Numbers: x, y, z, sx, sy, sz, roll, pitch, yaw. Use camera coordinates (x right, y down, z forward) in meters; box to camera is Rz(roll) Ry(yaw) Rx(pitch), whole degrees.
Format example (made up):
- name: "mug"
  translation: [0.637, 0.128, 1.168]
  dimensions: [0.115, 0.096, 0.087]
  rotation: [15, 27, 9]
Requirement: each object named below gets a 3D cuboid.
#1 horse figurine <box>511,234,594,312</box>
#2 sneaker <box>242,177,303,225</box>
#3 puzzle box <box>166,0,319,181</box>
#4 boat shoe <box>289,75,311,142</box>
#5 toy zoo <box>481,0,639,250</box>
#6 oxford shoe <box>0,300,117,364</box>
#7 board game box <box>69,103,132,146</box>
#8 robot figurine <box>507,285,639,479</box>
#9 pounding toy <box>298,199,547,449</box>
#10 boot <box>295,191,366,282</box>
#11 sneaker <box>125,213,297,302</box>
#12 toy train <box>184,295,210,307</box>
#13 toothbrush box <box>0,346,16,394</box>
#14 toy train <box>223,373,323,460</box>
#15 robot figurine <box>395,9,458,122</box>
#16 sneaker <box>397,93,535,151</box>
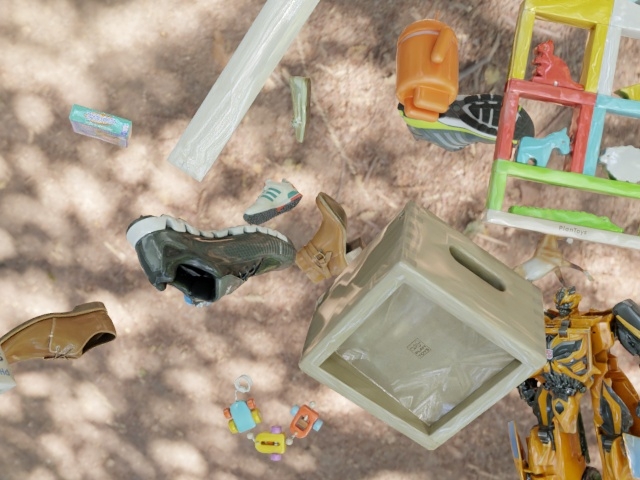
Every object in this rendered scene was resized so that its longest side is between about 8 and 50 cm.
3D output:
- name: "horse figurine"
  translation: [0.539, 0.094, 1.938]
  dimensions: [0.263, 0.066, 0.174]
  rotation: [-40, 66, 11]
- name: "sneaker"
  translation: [-0.116, -0.089, 1.701]
  dimensions: [0.075, 0.161, 0.057]
  rotation: [53, 141, 14]
- name: "puzzle box"
  translation: [-0.052, -0.282, 0.999]
  dimensions: [0.052, 0.272, 0.409]
  rotation: [33, 105, -12]
- name: "boat shoe"
  translation: [-0.050, -0.299, 1.798]
  dimensions: [0.048, 0.056, 0.153]
  rotation: [8, 122, 9]
- name: "toy zoo"
  translation: [0.296, -0.147, 0.859]
  dimensions: [0.192, 0.030, 0.293]
  rotation: [10, 90, -1]
- name: "oxford shoe"
  translation: [-0.418, 0.160, 1.240]
  dimensions: [0.076, 0.212, 0.076]
  rotation: [52, 136, 21]
- name: "board game box"
  translation: [-0.609, -0.317, 2.193]
  dimensions: [0.160, 0.047, 0.210]
  rotation: [16, 174, -14]
- name: "robot figurine"
  translation: [0.286, 0.196, 0.859]
  dimensions: [0.211, 0.085, 0.291]
  rotation: [-8, 94, 50]
- name: "pounding toy"
  translation: [0.075, 0.063, 0.526]
  dimensions: [0.141, 0.100, 0.130]
  rotation: [34, 124, -11]
- name: "boot"
  translation: [0.000, 0.000, 1.760]
  dimensions: [0.152, 0.073, 0.197]
  rotation: [-27, 108, 19]
- name: "sneaker"
  translation: [-0.123, 0.034, 0.975]
  dimensions: [0.234, 0.106, 0.078]
  rotation: [7, 139, -39]
- name: "toy train"
  translation: [-0.314, 0.079, 1.982]
  dimensions: [0.184, 0.105, 0.080]
  rotation: [60, 161, 22]
- name: "toothbrush box"
  translation: [-0.516, 0.074, 0.933]
  dimensions: [0.122, 0.206, 0.283]
  rotation: [-31, 71, 5]
- name: "toy train"
  translation: [-0.083, 0.304, 1.363]
  dimensions: [0.166, 0.046, 0.125]
  rotation: [27, 94, 10]
- name: "robot figurine"
  translation: [0.215, -0.349, 1.576]
  dimensions: [0.128, 0.219, 0.158]
  rotation: [-5, 157, 20]
- name: "sneaker"
  translation: [0.319, -0.249, 1.709]
  dimensions: [0.300, 0.111, 0.121]
  rotation: [17, 156, 27]
